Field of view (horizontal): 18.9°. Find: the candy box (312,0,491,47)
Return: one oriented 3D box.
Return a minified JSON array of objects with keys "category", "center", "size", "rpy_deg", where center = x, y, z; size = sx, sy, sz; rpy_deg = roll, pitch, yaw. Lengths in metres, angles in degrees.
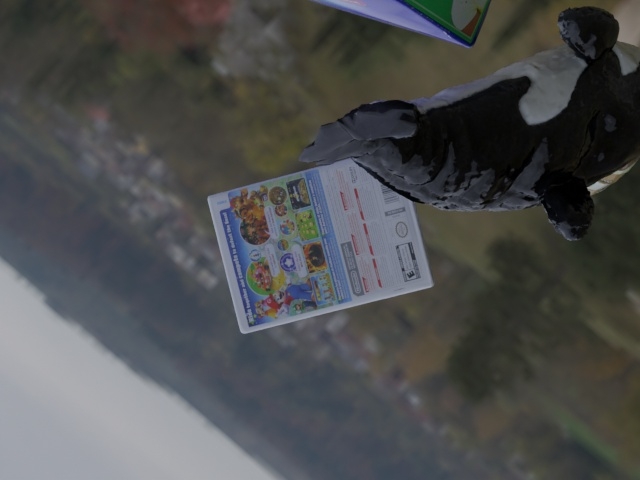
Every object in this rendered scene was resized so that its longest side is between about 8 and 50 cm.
[{"category":"candy box","center":[-0.069,-0.232,1.077],"size":[0.268,0.122,0.317],"rpy_deg":[21,-178,32]}]

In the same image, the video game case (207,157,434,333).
[{"category":"video game case","center":[0.000,0.000,1.160],"size":[0.011,0.122,0.087],"rpy_deg":[-6,-98,-80]}]

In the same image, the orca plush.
[{"category":"orca plush","center":[0.128,-0.053,1.108],"size":[0.102,0.151,0.287],"rpy_deg":[53,-155,21]}]

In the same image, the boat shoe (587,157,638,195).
[{"category":"boat shoe","center":[0.258,-0.100,1.664],"size":[0.068,0.190,0.072],"rpy_deg":[37,131,8]}]
